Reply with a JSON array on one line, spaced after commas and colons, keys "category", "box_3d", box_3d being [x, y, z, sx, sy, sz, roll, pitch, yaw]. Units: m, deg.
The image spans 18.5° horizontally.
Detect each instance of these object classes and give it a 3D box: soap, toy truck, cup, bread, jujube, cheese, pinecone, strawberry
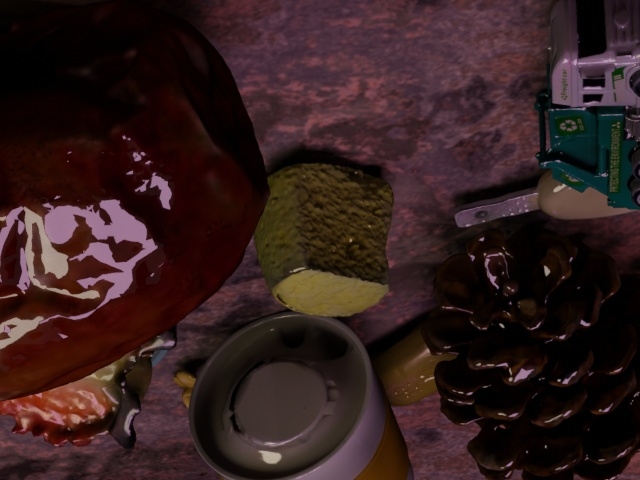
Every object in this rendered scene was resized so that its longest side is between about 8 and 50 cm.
[{"category": "soap", "box_3d": [0.097, 0.125, 1.980, 0.140, 0.045, 0.089, -35, 135, 30]}, {"category": "toy truck", "box_3d": [0.234, -0.114, 1.625, 0.116, 0.110, 0.216, -3, 147, 7]}, {"category": "cup", "box_3d": [-0.030, 0.190, 1.933, 0.241, 0.185, 0.226, 17, 155, 32]}, {"category": "bread", "box_3d": [0.000, 0.000, 1.713, 0.129, 0.114, 0.111, 9, 147, -23]}, {"category": "jujube", "box_3d": [-0.230, -0.023, 1.458, 0.377, 0.276, 0.276, -27, 143, 19]}, {"category": "cheese", "box_3d": [0.215, -0.043, 1.777, 0.192, 0.037, 0.097, -14, 148, 5]}, {"category": "pinecone", "box_3d": [0.211, 0.109, 1.851, 0.244, 0.244, 0.309, -25, 128, 19]}, {"category": "strawberry", "box_3d": [-0.268, 0.039, 1.703, 0.306, 0.137, 0.233, 20, 120, -2]}]

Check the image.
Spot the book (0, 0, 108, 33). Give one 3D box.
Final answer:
[{"category": "book", "box_3d": [-0.261, -0.131, 1.530, 0.168, 0.013, 0.192, 4, 144, -22]}]

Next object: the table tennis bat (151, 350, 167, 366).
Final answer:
[{"category": "table tennis bat", "box_3d": [-0.253, 0.096, 1.843, 0.237, 0.038, 0.149, 4, 144, -26]}]
